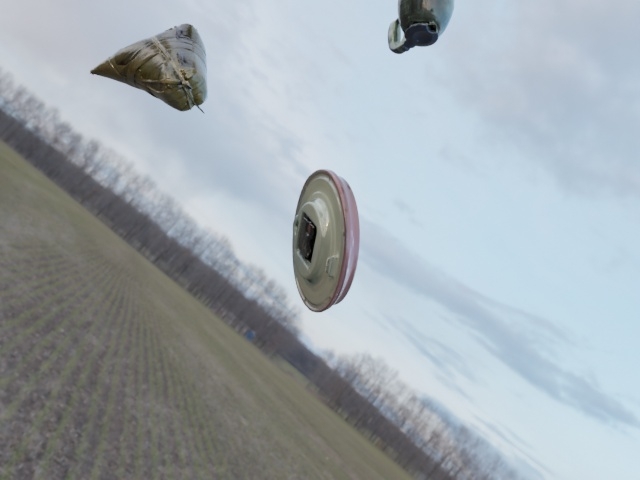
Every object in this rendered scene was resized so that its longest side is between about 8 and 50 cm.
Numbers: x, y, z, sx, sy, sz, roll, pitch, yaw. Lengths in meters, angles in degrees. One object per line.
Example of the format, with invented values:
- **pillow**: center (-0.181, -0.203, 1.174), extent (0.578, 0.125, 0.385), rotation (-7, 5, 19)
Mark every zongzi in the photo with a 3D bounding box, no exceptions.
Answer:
- **zongzi**: center (-0.245, -0.217, 0.928), extent (0.189, 0.178, 0.081), rotation (-103, 177, -47)

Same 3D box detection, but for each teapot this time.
- **teapot**: center (0.187, -0.437, 1.313), extent (0.149, 0.108, 0.111), rotation (-1, -24, 28)

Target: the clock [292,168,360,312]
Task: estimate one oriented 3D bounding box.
- **clock**: center (-0.001, 0.000, 1.132), extent (0.056, 0.244, 0.244), rotation (2, 3, -20)
